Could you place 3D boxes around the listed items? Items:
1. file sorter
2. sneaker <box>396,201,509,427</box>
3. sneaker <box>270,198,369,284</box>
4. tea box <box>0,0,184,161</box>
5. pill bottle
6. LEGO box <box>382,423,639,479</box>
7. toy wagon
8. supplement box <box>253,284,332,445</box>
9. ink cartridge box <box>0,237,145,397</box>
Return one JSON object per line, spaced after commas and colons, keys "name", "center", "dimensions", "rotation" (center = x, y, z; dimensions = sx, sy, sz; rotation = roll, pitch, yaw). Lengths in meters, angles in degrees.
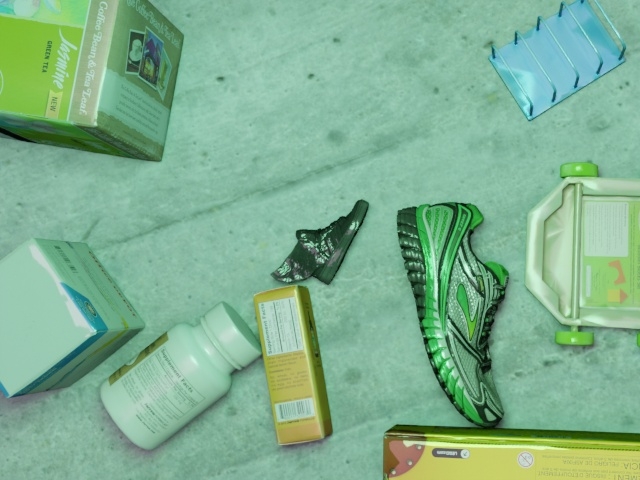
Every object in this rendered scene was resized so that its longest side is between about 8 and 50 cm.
{"name": "file sorter", "center": [0.352, -0.278, 1.812], "dimensions": [0.170, 0.104, 0.118], "rotation": [-32, 82, 5]}
{"name": "sneaker", "center": [0.214, 0.104, 1.789], "dimensions": [0.146, 0.134, 0.344], "rotation": [-14, 83, 7]}
{"name": "sneaker", "center": [0.000, 0.000, 1.871], "dimensions": [0.089, 0.051, 0.170], "rotation": [27, 93, 5]}
{"name": "tea box", "center": [-0.408, -0.265, 1.812], "dimensions": [0.323, 0.329, 0.220], "rotation": [9, 87, 10]}
{"name": "pill bottle", "center": [-0.207, 0.200, 1.847], "dimensions": [0.229, 0.131, 0.131], "rotation": [-38, 81, 4]}
{"name": "LEGO box", "center": [0.335, 0.457, 1.712], "dimensions": [0.499, 0.193, 0.373], "rotation": [1, 86, 10]}
{"name": "toy wagon", "center": [0.474, 0.024, 1.790], "dimensions": [0.344, 0.068, 0.267], "rotation": [2, 86, 8]}
{"name": "supplement box", "center": [-0.041, 0.187, 1.851], "dimensions": [0.080, 0.078, 0.234], "rotation": [-9, 84, 11]}
{"name": "ink cartridge box", "center": [-0.404, 0.114, 1.832], "dimensions": [0.168, 0.232, 0.171], "rotation": [-38, 82, 6]}
